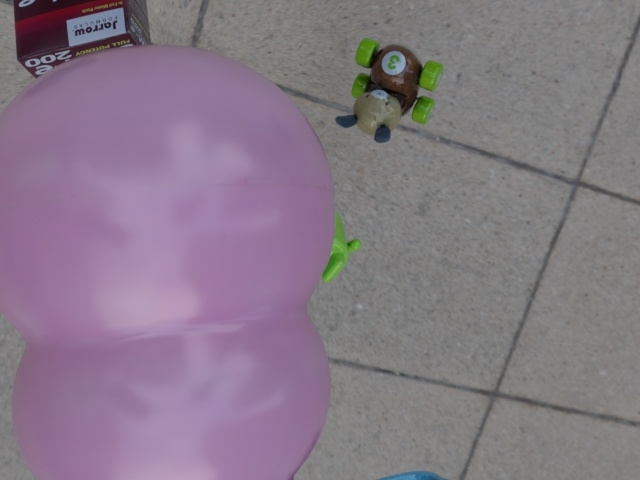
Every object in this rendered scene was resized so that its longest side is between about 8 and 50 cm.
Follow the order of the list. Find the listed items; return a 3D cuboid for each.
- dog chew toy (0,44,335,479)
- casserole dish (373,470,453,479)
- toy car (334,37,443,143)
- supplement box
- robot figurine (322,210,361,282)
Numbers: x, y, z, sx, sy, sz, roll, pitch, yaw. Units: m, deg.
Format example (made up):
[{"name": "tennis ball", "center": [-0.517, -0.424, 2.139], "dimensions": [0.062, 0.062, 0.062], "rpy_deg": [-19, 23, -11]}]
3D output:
[{"name": "dog chew toy", "center": [-0.083, 0.066, 0.399], "dimensions": [0.206, 0.206, 0.332], "rpy_deg": [-6, 86, -11]}, {"name": "casserole dish", "center": [0.047, 0.265, 0.626], "dimensions": [0.188, 0.114, 0.037], "rpy_deg": [-12, 101, -10]}, {"name": "toy car", "center": [0.106, -0.246, 1.220], "dimensions": [0.155, 0.188, 0.149], "rpy_deg": [24, 141, 15]}, {"name": "supplement box", "center": [-0.273, -0.302, 0.776], "dimensions": [0.130, 0.073, 0.240], "rpy_deg": [-13, 74, 5]}, {"name": "robot figurine", "center": [0.000, 0.000, 0.890], "dimensions": [0.101, 0.115, 0.067], "rpy_deg": [21, 123, -22]}]
